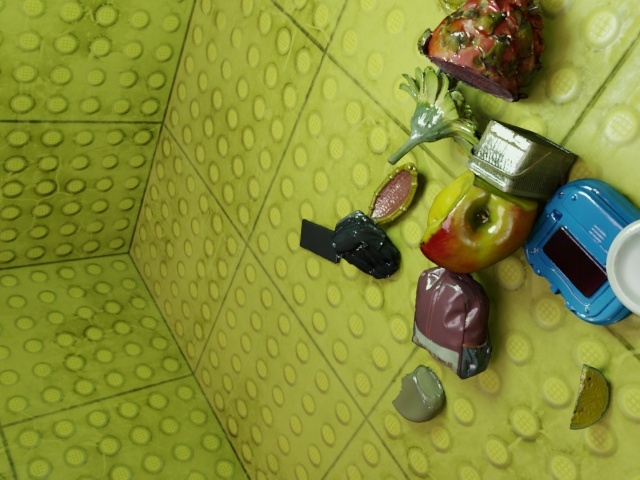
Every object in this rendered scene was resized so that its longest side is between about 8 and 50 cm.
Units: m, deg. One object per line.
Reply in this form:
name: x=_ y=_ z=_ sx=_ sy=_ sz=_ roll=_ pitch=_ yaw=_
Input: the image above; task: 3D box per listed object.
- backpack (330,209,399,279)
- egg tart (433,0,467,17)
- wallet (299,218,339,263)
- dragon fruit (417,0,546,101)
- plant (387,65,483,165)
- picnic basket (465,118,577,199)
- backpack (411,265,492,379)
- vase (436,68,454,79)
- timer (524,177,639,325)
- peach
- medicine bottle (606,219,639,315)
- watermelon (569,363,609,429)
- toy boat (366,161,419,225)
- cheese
backpack: x=0.164 y=0.033 z=2.181 sx=0.258 sy=0.133 sz=0.206 roll=39 pitch=141 yaw=-18
egg tart: x=0.417 y=-0.791 z=1.775 sx=0.341 sy=0.132 sz=0.342 roll=15 pitch=109 yaw=49
wallet: x=0.001 y=0.000 z=2.500 sx=0.244 sy=0.025 sz=0.124 roll=25 pitch=115 yaw=47
dragon fruit: x=0.456 y=-0.550 z=1.672 sx=0.296 sy=0.314 sz=0.263 roll=34 pitch=104 yaw=39
plant: x=0.347 y=-0.335 z=1.838 sx=0.306 sy=0.261 sz=0.297 roll=38 pitch=112 yaw=45
picnic basket: x=0.529 y=-0.208 z=1.641 sx=0.165 sy=0.266 sz=0.139 roll=44 pitch=119 yaw=40
backpack: x=0.401 y=0.224 z=1.910 sx=0.283 sy=0.197 sz=0.317 roll=28 pitch=128 yaw=47
vase: x=0.413 y=-0.551 z=1.876 sx=0.060 sy=0.059 sz=0.211 roll=58 pitch=136 yaw=27
timer: x=0.688 y=0.032 z=1.591 sx=0.340 sy=0.115 sz=0.309 roll=55 pitch=141 yaw=30
peach: x=0.428 y=-0.042 z=1.735 sx=0.242 sy=0.380 sz=0.306 roll=33 pitch=109 yaw=-3
medicine bottle: x=0.776 y=0.035 z=1.293 sx=0.211 sy=0.371 sz=0.211 roll=14 pitch=107 yaw=50
watermelon: x=0.720 y=0.417 z=1.653 sx=0.075 sy=0.092 sz=0.182 roll=16 pitch=100 yaw=34
toy boat: x=0.250 y=-0.155 z=2.118 sx=0.141 sy=0.099 sz=0.318 roll=61 pitch=139 yaw=23
cheese: x=0.328 y=0.539 z=2.146 sx=0.202 sy=0.091 sz=0.175 roll=-47 pitch=59 yaw=43
